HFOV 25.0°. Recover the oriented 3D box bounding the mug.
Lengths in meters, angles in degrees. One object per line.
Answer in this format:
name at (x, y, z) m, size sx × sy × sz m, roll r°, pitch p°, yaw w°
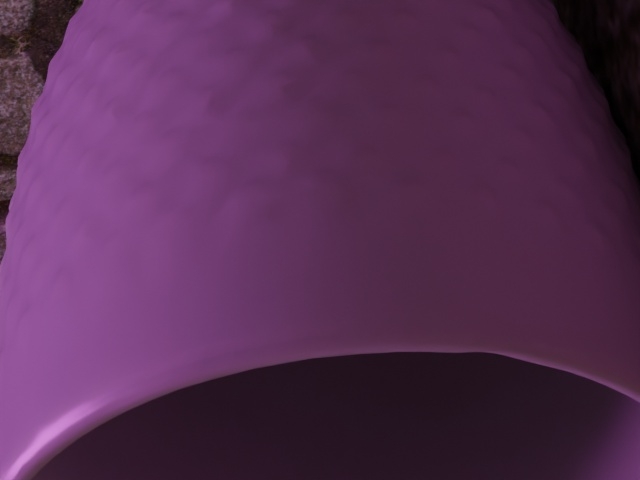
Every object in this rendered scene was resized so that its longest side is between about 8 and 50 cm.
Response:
mug at (0.026, 0.019, 0.667) m, size 0.374 × 0.276 × 0.328 m, roll 45°, pitch -151°, yaw -42°
